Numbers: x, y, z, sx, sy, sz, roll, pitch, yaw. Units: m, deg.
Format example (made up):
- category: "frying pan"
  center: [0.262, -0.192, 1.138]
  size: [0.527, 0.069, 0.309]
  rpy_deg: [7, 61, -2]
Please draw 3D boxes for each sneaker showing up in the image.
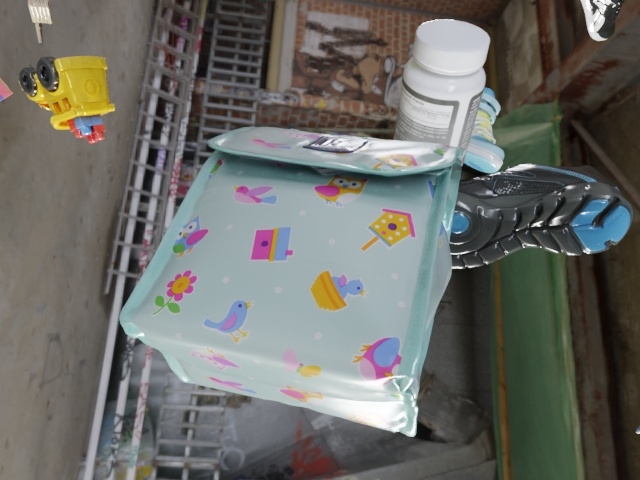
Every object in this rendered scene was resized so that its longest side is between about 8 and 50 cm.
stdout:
- category: "sneaker"
  center: [0.427, -0.310, 1.364]
  size: [0.208, 0.127, 0.319]
  rpy_deg: [-54, -154, 10]
- category: "sneaker"
  center: [0.259, -0.043, 0.762]
  size: [0.140, 0.340, 0.125]
  rpy_deg: [-68, 152, -53]
- category: "sneaker"
  center: [0.636, -0.508, 1.086]
  size: [0.121, 0.217, 0.079]
  rpy_deg: [9, -103, 43]

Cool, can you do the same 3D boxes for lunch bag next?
- category: "lunch bag"
  center: [0.000, 0.000, 0.438]
  size: [0.160, 0.223, 0.262]
  rpy_deg: [72, 31, -54]

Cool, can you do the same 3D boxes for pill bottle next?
- category: "pill bottle"
  center: [0.240, -0.281, 1.032]
  size: [0.283, 0.161, 0.161]
  rpy_deg: [92, -3, -46]

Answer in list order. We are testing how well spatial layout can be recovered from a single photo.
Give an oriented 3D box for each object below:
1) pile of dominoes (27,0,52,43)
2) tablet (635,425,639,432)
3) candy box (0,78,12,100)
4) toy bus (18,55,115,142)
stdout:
- category: "pile of dominoes"
  center: [-0.624, -0.597, 1.133]
  size: [0.196, 0.040, 0.251]
  rpy_deg: [133, -50, -63]
- category: "tablet"
  center: [0.409, 0.204, 0.601]
  size: [0.006, 0.054, 0.083]
  rpy_deg: [44, -19, 22]
- category: "candy box"
  center: [-0.847, -0.375, 1.078]
  size: [0.122, 0.317, 0.268]
  rpy_deg: [-51, 127, -32]
- category: "toy bus"
  center: [-0.631, -0.348, 1.292]
  size: [0.149, 0.220, 0.211]
  rpy_deg: [-31, 113, -52]
